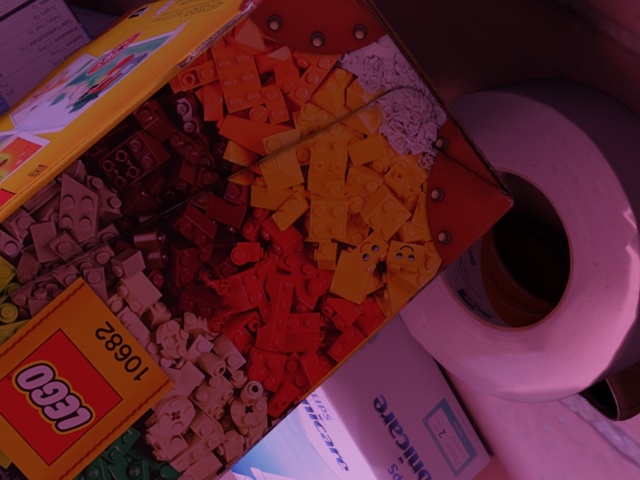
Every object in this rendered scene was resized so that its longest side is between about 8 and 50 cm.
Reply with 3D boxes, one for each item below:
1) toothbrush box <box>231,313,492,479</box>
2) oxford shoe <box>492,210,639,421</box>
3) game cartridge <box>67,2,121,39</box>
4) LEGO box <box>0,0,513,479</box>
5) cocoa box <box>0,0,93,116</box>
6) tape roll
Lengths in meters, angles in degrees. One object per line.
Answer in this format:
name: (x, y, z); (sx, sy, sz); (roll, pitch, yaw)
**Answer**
toothbrush box: (-0.005, 0.163, 1.445); (0.295, 0.126, 0.216); (-4, 121, 58)
oxford shoe: (0.165, 0.052, 1.104); (0.227, 0.096, 0.082); (38, 152, 24)
game cartridge: (-0.209, -0.111, 1.486); (0.196, 0.060, 0.294); (25, 143, 44)
LEGO box: (-0.155, 0.006, 1.004); (0.193, 0.372, 0.500); (51, 168, -16)
cocoa box: (-0.366, -0.098, 1.422); (0.228, 0.231, 0.347); (56, 150, -9)
tape roll: (0.145, -0.001, 1.002); (0.219, 0.072, 0.219); (14, 110, 40)
